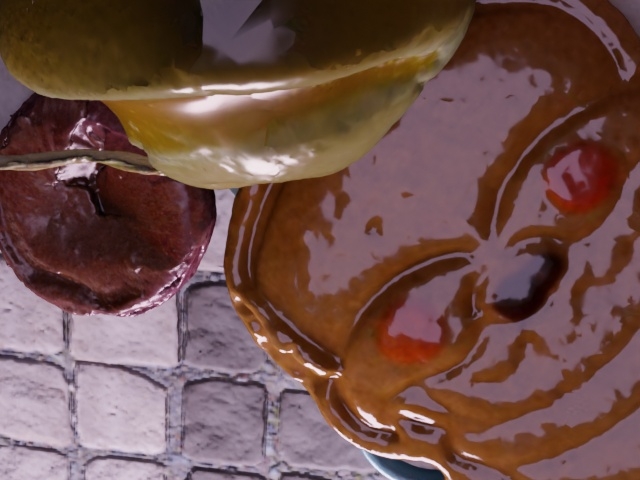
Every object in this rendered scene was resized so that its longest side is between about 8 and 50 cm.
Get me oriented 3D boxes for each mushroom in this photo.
[{"bbox_3d":[-0.204,-0.058,0.913,0.286,0.028,0.026,9,69,14],"label":"mushroom"}]

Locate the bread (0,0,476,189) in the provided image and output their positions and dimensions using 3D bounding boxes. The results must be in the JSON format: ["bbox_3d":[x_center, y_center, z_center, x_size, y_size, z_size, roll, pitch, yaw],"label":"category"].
[{"bbox_3d":[-0.056,-0.195,0.758,0.300,0.210,0.341,9,99,10],"label":"bread"}]

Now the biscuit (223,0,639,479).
[{"bbox_3d":[0.136,0.022,0.906,0.350,0.078,0.455,-41,98,9],"label":"biscuit"}]

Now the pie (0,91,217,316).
[{"bbox_3d":[-0.160,-0.028,0.947,0.182,0.049,0.182,6,111,16],"label":"pie"}]

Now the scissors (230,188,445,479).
[{"bbox_3d":[0.000,0.000,0.958,0.192,0.029,0.447,-41,101,19],"label":"scissors"}]
